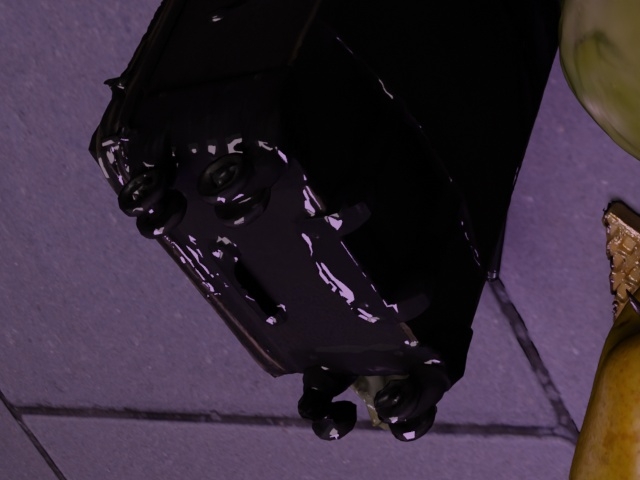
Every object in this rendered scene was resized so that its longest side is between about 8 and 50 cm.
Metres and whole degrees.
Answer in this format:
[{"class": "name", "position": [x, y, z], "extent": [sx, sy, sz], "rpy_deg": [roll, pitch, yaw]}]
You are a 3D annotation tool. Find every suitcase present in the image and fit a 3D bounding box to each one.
[{"class": "suitcase", "position": [0.024, -0.104, 0.992], "extent": [0.194, 0.434, 0.283], "rpy_deg": [-6, 136, 35]}]

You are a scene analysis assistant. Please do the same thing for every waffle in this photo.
[{"class": "waffle", "position": [0.265, 0.039, 1.261], "extent": [0.097, 0.023, 0.153], "rpy_deg": [35, 143, 10]}]

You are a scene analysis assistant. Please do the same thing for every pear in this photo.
[{"class": "pear", "position": [0.305, 0.110, 1.155], "extent": [0.267, 0.267, 0.178], "rpy_deg": [-4, 102, 43]}]

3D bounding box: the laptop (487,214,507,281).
[{"class": "laptop", "position": [0.114, -0.047, 1.314], "extent": [0.129, 0.016, 0.180], "rpy_deg": [23, 138, 21]}]

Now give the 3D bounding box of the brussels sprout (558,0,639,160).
[{"class": "brussels sprout", "position": [0.301, -0.151, 0.879], "extent": [0.316, 0.242, 0.274], "rpy_deg": [-43, 77, 35]}]

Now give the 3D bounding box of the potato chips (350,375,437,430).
[{"class": "potato chips", "position": [-0.019, -0.027, 1.245], "extent": [0.429, 0.070, 0.358], "rpy_deg": [61, -177, -3]}]
